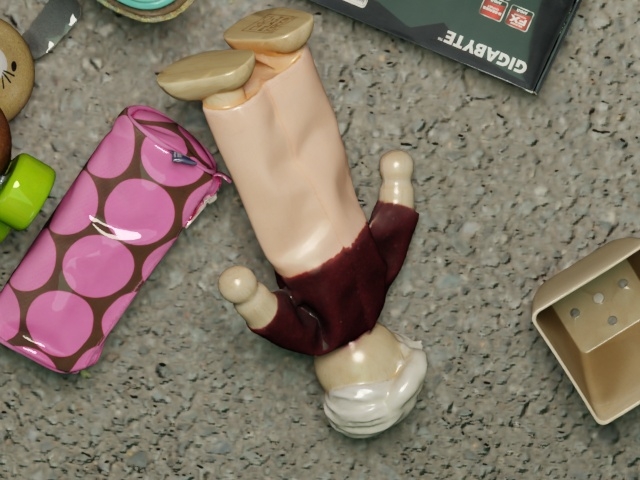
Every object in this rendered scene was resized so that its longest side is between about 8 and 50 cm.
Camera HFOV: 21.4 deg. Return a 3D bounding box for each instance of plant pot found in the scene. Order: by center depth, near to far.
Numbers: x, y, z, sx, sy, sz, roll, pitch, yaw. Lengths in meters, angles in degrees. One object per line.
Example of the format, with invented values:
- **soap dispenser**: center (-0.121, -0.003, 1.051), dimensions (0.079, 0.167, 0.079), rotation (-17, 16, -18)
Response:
- **plant pot**: center (0.228, 0.059, 1.325), dimensions (0.109, 0.096, 0.109), rotation (-32, 104, 5)

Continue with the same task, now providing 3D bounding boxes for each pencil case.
- **pencil case**: center (-0.161, 0.004, 1.287), dimensions (0.098, 0.095, 0.209), rotation (34, 103, -12)

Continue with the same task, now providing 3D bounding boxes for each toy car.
- **toy car**: center (-0.251, -0.119, 1.228), dimensions (0.155, 0.149, 0.188), rotation (30, 72, -18)

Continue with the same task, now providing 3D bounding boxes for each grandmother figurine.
- **grandmother figurine**: center (0.000, 0.000, 1.276), dimensions (0.208, 0.104, 0.342), rotation (-32, 118, -25)

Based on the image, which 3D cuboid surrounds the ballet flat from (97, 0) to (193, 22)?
- **ballet flat**: center (-0.198, -0.302, 1.183), dimensions (0.123, 0.123, 0.348), rotation (-40, 97, 7)

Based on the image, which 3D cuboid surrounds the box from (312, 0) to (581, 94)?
- **box**: center (0.095, -0.231, 1.259), dimensions (0.220, 0.051, 0.175), rotation (22, 103, -10)
